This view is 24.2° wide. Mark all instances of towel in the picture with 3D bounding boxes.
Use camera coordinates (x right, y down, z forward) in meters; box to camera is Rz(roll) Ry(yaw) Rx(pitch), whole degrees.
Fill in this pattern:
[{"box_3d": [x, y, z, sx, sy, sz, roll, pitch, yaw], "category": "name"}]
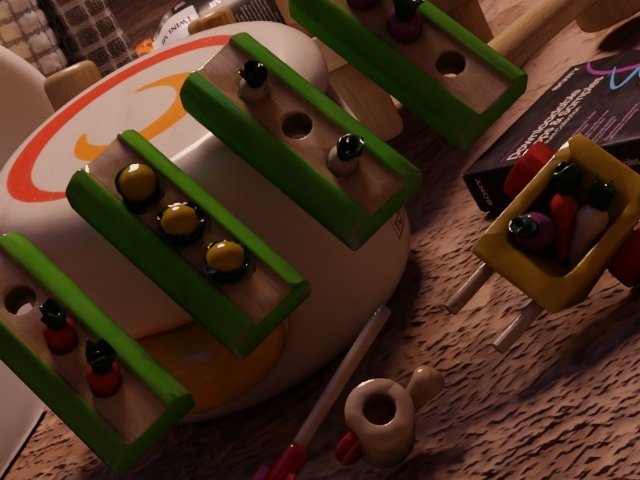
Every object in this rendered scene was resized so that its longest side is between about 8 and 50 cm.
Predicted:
[{"box_3d": [-0.229, -0.127, 1.271, 0.121, 0.235, 0.283, -34, 17, -20], "category": "towel"}]

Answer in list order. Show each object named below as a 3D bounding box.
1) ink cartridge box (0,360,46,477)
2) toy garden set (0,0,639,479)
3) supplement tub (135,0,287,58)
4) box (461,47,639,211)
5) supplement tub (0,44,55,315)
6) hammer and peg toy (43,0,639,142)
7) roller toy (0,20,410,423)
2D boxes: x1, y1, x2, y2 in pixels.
[{"box_3d": [-0.279, 0.108, 0.860, 0.176, 0.128, 0.127, -26, 17, 21], "category": "ink cartridge box"}, {"box_3d": [0.000, 0.000, 0.606, 0.244, 0.204, 0.049, -44, -21, -16], "category": "toy garden set"}, {"box_3d": [-0.062, -0.183, 1.337, 0.190, 0.117, 0.117, -30, 16, 3], "category": "supplement tub"}, {"box_3d": [0.161, -0.065, 0.750, 0.116, 0.029, 0.162, -43, 19, -34], "category": "box"}, {"box_3d": [-0.342, 0.004, 1.079, 0.331, 0.241, 0.241, -17, 22, 41], "category": "supplement tub"}, {"box_3d": [0.013, -0.127, 0.948, 0.361, 0.127, 0.266, -21, 8, 32], "category": "hammer and peg toy"}, {"box_3d": [-0.056, -0.006, 0.762, 0.191, 0.146, 0.209, -42, 29, -23], "category": "roller toy"}]
